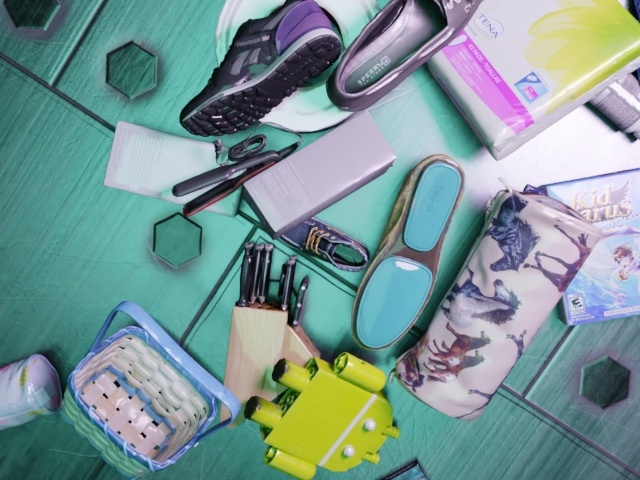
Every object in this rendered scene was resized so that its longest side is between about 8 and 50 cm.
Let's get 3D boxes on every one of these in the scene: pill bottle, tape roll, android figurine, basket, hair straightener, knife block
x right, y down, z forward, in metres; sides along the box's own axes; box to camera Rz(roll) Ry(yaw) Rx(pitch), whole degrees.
[{"bbox_3d":[0.512,-0.230,1.378,0.137,0.078,0.078,40,95,-2],"label":"pill bottle"},{"bbox_3d":[-0.031,-0.322,1.378,0.286,0.100,0.286,0,96,3],"label":"tape roll"},{"bbox_3d":[0.013,0.304,1.409,0.273,0.056,0.248,32,103,-25],"label":"android figurine"},{"bbox_3d":[-0.289,0.247,1.359,0.255,0.201,0.289,46,135,-3],"label":"basket"},{"bbox_3d":[-0.137,-0.126,1.330,0.230,0.047,0.089,-26,123,2],"label":"hair straightener"},{"bbox_3d":[-0.122,0.152,1.430,0.275,0.088,0.242,-37,92,5],"label":"knife block"}]

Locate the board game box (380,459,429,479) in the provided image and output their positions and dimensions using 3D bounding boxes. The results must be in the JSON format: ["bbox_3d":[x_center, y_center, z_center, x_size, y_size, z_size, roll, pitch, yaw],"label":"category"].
[{"bbox_3d":[0.125,0.495,1.483,0.186,0.026,0.126,-30,94,4],"label":"board game box"}]

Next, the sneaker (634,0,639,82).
[{"bbox_3d":[0.572,-0.328,1.342,0.090,0.081,0.232,6,77,-19],"label":"sneaker"}]

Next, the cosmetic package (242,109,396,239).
[{"bbox_3d":[-0.003,-0.104,1.359,0.238,0.127,0.107,-34,87,-10],"label":"cosmetic package"}]

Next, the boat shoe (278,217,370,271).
[{"bbox_3d":[0.000,0.000,1.413,0.183,0.083,0.065,21,95,0],"label":"boat shoe"}]

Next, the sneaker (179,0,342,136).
[{"bbox_3d":[-0.108,-0.275,1.302,0.283,0.107,0.124,-31,66,11],"label":"sneaker"}]

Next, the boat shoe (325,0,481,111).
[{"bbox_3d":[0.142,-0.327,1.274,0.112,0.095,0.335,45,93,-1],"label":"boat shoe"}]

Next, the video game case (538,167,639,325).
[{"bbox_3d":[0.530,0.002,1.408,0.269,0.061,0.244,-10,94,3],"label":"video game case"}]

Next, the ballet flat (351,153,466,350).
[{"bbox_3d":[0.146,0.018,1.397,0.123,0.123,0.349,21,99,0],"label":"ballet flat"}]

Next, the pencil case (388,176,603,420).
[{"bbox_3d":[0.273,0.106,1.350,0.183,0.160,0.410,33,104,15],"label":"pencil case"}]

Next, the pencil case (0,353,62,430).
[{"bbox_3d":[-0.593,0.290,1.440,0.273,0.124,0.114,-19,94,3],"label":"pencil case"}]

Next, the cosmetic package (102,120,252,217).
[{"bbox_3d":[-0.241,-0.122,1.412,0.231,0.085,0.117,15,95,-2],"label":"cosmetic package"}]

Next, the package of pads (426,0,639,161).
[{"bbox_3d":[0.340,-0.305,1.332,0.296,0.101,0.229,-34,69,5],"label":"package of pads"}]
